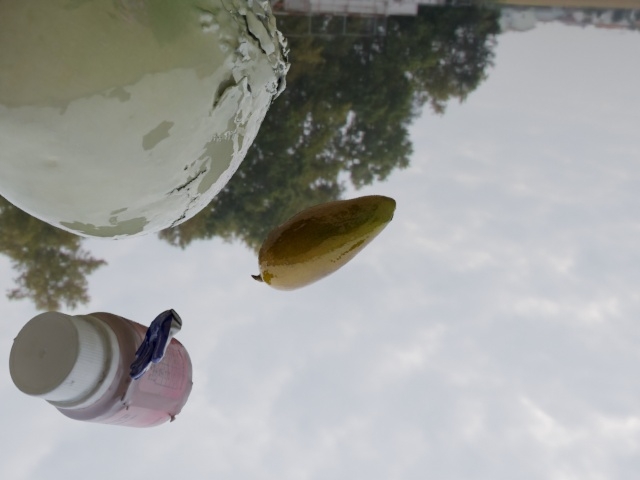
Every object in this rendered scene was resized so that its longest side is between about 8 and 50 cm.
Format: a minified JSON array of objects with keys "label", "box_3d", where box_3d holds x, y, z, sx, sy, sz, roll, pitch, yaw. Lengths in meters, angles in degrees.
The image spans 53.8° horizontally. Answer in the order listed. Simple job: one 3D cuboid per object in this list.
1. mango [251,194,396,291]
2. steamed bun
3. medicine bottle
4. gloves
[{"label":"mango","box_3d":[0.000,0.000,0.707,0.187,0.066,0.101,-26,-152,21]},{"label":"steamed bun","box_3d":[-0.176,-0.141,0.639,0.232,0.312,0.334,29,-177,2]},{"label":"medicine bottle","box_3d":[-0.282,0.170,0.836,0.147,0.147,0.247,13,165,24]},{"label":"gloves","box_3d":[-0.187,0.117,0.703,0.026,0.086,0.064,37,-176,-22]}]
